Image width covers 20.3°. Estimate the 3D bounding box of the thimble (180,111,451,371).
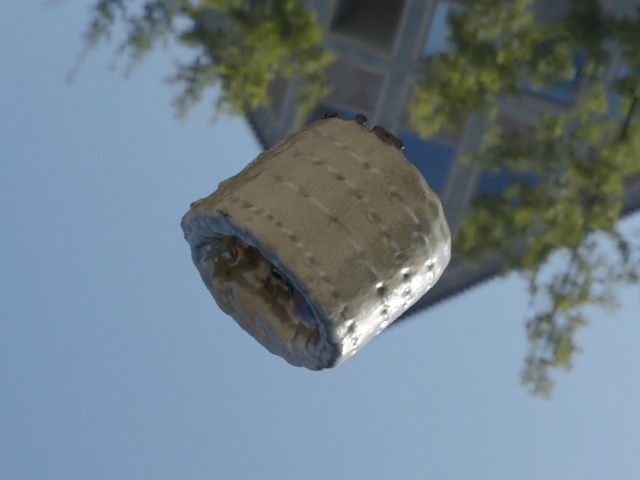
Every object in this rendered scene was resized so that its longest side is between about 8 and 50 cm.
[{"bbox_3d":[0.000,0.000,0.869,0.090,0.102,0.115,-40,-132,-22],"label":"thimble"}]
